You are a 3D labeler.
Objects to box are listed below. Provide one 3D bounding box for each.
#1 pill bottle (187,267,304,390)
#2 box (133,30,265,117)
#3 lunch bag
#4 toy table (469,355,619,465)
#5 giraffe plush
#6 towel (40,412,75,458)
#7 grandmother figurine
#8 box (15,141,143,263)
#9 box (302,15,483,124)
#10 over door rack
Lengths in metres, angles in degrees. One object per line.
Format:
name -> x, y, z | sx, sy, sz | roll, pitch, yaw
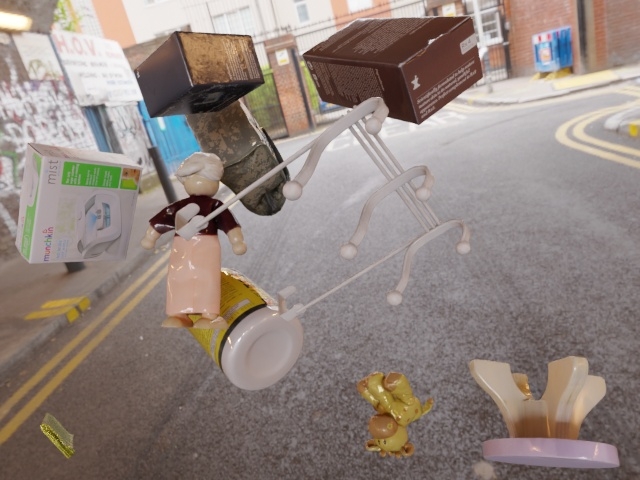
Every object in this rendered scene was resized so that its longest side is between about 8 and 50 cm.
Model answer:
pill bottle -> -0.203, 0.176, 1.053 | 0.188, 0.187, 0.334 | -25, 34, -29
box -> -0.214, -0.290, 0.810 | 0.156, 0.093, 0.158 | -11, 8, 45
lunch bag -> -0.199, -0.221, 1.229 | 0.169, 0.287, 0.235 | -31, 62, 2
toy table -> 0.390, 0.310, 0.817 | 0.252, 0.160, 0.274 | 14, -27, -14
giraffe plush -> 0.182, 0.472, 1.205 | 0.181, 0.210, 0.170 | -49, 8, 51
towel -> -0.652, 0.478, 1.140 | 0.021, 0.102, 0.237 | -41, 9, -30
grandmother figurine -> -0.241, -0.006, 0.879 | 0.208, 0.342, 0.104 | 3, -9, -3
box -> -0.598, -0.089, 1.133 | 0.127, 0.261, 0.231 | 29, 18, 37
box -> 0.144, -0.391, 1.019 | 0.191, 0.143, 0.381 | -37, 35, -12
over door rack -> 0.000, 0.000, 0.596 | 0.324, 0.239, 0.108 | -26, 37, 26
